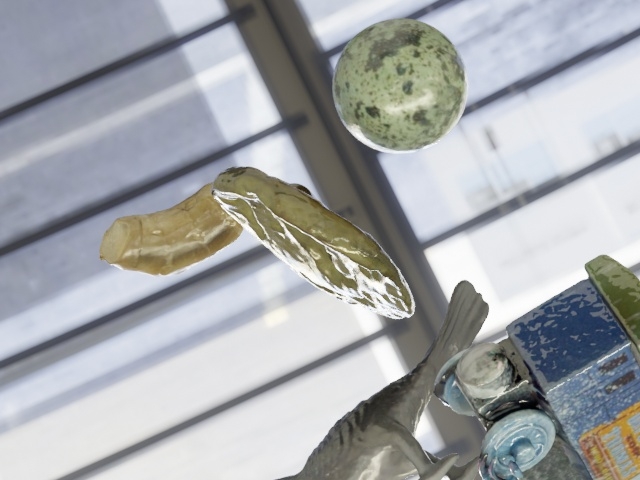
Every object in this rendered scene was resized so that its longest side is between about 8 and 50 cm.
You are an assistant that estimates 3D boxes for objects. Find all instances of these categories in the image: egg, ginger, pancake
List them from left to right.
[{"bbox_3d":[-0.160,-0.010,1.984,0.190,0.095,0.069,-27,-165,2],"label":"ginger"},{"bbox_3d":[0.000,0.000,1.680,0.050,0.242,0.242,-54,171,-10],"label":"pancake"},{"bbox_3d":[0.080,-0.152,1.716,0.132,0.132,0.172,-29,-178,14],"label":"egg"}]

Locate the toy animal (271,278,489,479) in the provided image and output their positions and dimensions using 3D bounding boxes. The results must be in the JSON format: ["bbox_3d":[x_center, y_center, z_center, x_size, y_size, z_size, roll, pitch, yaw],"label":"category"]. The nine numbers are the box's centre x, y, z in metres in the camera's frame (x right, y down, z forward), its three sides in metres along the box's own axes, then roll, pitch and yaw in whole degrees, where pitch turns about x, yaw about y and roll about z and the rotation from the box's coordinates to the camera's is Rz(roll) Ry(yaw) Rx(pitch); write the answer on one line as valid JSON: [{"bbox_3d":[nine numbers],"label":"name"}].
[{"bbox_3d":[0.066,0.193,1.647,0.367,0.081,0.206,-42,-146,-11],"label":"toy animal"}]

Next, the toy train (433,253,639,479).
[{"bbox_3d":[0.234,0.163,1.534,0.202,0.131,0.299,-32,133,1],"label":"toy train"}]
